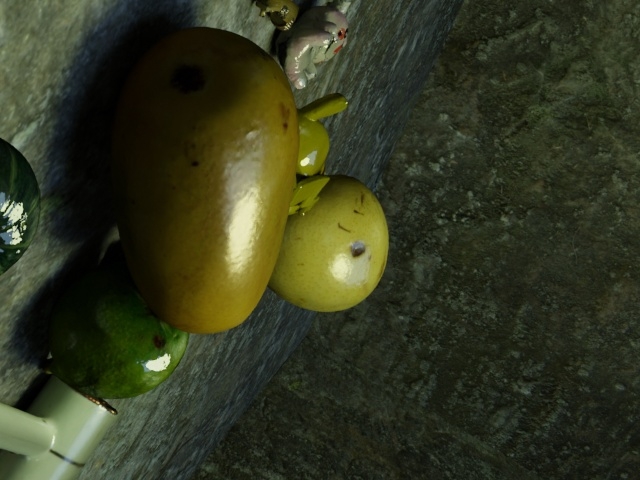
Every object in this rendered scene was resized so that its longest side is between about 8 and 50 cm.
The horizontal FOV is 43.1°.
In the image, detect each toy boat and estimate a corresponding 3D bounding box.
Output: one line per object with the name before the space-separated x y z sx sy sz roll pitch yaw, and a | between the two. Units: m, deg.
toy boat | -0.068 -0.371 1.313 0.049 0.047 0.149 -61 171 11

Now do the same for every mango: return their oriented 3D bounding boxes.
mango | -0.151 -0.062 1.097 0.300 0.232 0.446 -66 164 -53

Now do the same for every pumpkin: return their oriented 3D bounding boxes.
pumpkin | -0.337 -0.026 0.732 0.167 0.125 0.167 -33 133 -44

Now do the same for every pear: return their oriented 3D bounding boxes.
pear | 0.000 0.000 1.952 0.348 0.348 0.348 -57 170 -16

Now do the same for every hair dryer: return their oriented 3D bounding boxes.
hair dryer | -0.444 0.281 1.181 0.203 0.128 0.362 -56 162 -14

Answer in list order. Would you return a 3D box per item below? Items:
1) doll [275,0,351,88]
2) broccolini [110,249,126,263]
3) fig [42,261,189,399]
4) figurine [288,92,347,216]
doll | -0.015 -0.364 1.483 0.192 0.095 0.149 -51 174 -50
broccolini | -0.289 0.003 1.345 0.091 0.068 0.203 -51 -167 34
fig | -0.324 0.161 1.220 0.235 0.203 0.203 -42 -178 33
figurine | -0.063 -0.152 1.636 0.218 0.169 0.327 -61 172 -23
